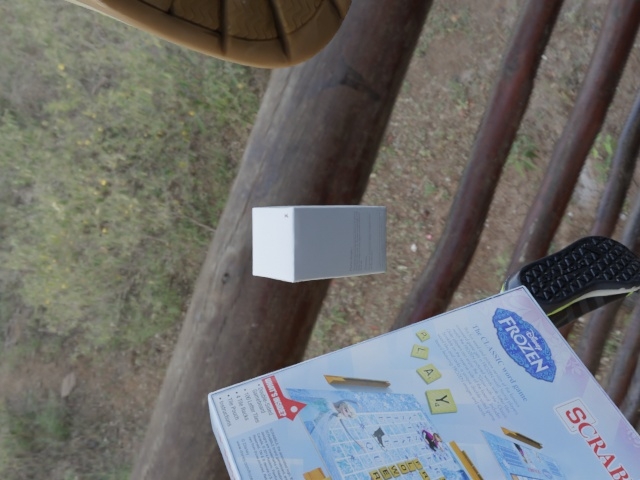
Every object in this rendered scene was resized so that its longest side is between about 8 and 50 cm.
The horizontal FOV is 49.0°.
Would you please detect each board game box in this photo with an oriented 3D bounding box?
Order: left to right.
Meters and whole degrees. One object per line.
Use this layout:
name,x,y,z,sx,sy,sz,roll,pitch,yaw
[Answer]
board game box,0.111,0.213,0.550,0.066,0.318,0.319,94,155,-48

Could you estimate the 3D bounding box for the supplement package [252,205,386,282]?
supplement package,0.000,0.000,1.048,0.105,0.179,0.105,5,96,51

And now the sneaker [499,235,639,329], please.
sneaker,0.304,0.061,0.881,0.084,0.234,0.097,63,149,33

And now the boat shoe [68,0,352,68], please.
boat shoe,-0.150,-0.174,0.303,0.123,0.342,0.123,-69,26,10
